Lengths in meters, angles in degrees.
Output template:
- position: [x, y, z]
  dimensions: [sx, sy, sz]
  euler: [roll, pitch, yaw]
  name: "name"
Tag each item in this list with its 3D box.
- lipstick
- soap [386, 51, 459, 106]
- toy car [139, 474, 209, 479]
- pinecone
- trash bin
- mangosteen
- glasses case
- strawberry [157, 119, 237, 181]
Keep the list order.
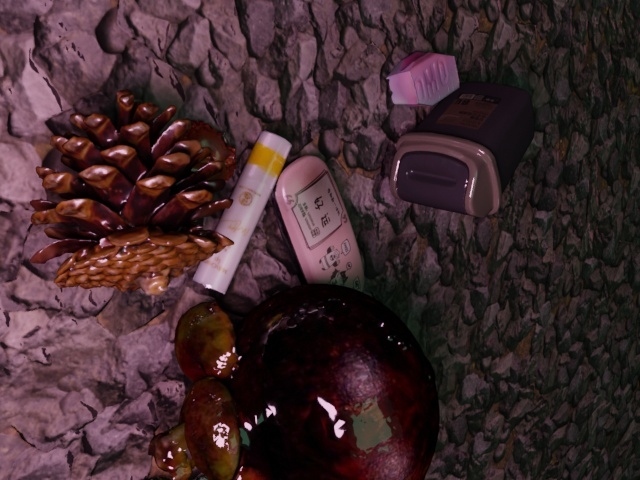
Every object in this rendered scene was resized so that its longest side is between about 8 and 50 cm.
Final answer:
- position: [-0.123, -0.044, 1.112]
  dimensions: [0.059, 0.059, 0.264]
  euler: [32, 79, -44]
  name: "lipstick"
- position: [0.199, -0.311, 1.358]
  dimensions: [0.149, 0.056, 0.100]
  euler: [-36, 121, -33]
  name: "soap"
- position: [-0.232, 0.412, 1.128]
  dimensions: [0.143, 0.054, 0.073]
  euler: [20, 88, -49]
  name: "toy car"
- position: [-0.230, -0.056, 0.880]
  dimensions: [0.264, 0.264, 0.264]
  euler: [-13, 110, -42]
  name: "pinecone"
- position: [0.280, -0.172, 1.370]
  dimensions: [0.290, 0.209, 0.182]
  euler: [-50, 137, -30]
  name: "trash bin"
- position: [-0.029, 0.249, 1.095]
  dimensions: [0.381, 0.421, 0.381]
  euler: [3, 90, -84]
  name: "mangosteen"
- position: [0.000, 0.000, 1.230]
  dimensions: [0.122, 0.075, 0.314]
  euler: [-41, 126, -33]
  name: "glasses case"
- position: [-0.183, -0.125, 1.040]
  dimensions: [0.152, 0.048, 0.104]
  euler: [-11, 104, -46]
  name: "strawberry"
